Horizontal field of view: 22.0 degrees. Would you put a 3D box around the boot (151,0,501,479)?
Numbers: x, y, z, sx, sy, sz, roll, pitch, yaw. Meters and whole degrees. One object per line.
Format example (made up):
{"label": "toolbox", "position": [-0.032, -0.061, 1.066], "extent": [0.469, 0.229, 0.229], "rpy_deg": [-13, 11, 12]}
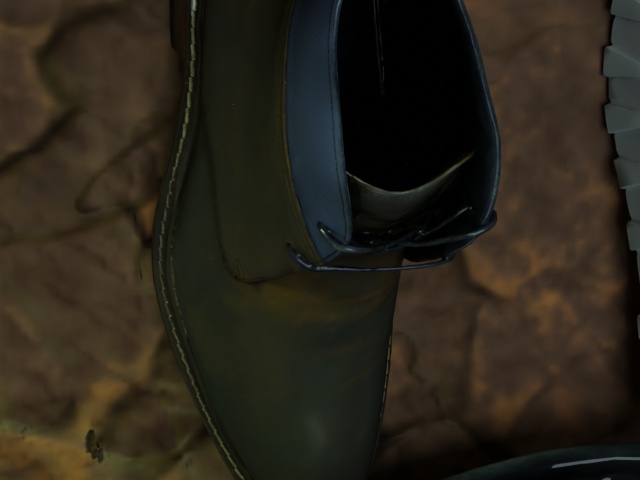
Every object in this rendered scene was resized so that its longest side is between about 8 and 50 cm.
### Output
{"label": "boot", "position": [0.000, 0.000, 0.482], "extent": [0.082, 0.106, 0.219], "rpy_deg": [-11, 109, -18]}

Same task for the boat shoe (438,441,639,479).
{"label": "boat shoe", "position": [-0.032, 0.151, 0.417], "extent": [0.500, 0.186, 0.156], "rpy_deg": [-6, 113, -44]}

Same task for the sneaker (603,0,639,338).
{"label": "sneaker", "position": [0.161, -0.027, 0.560], "extent": [0.094, 0.090, 0.235], "rpy_deg": [-17, 115, -31]}
